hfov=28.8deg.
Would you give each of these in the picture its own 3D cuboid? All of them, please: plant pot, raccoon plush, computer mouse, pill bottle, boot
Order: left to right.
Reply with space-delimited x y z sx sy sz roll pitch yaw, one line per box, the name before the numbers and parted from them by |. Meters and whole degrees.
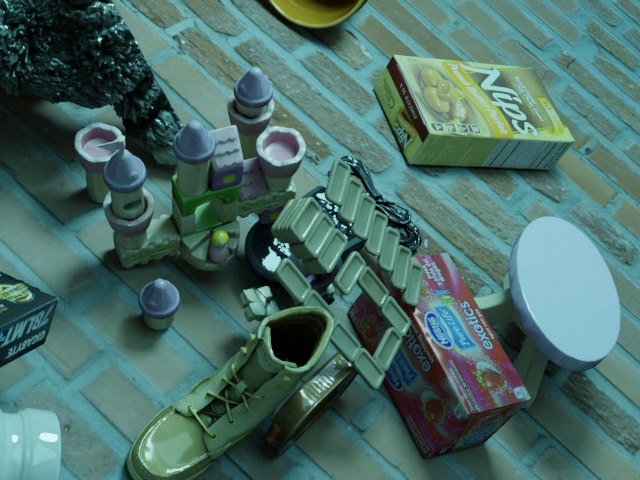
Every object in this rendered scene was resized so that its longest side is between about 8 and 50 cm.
pill bottle | -0.426 0.232 1.315 0.279 0.162 0.162 9 49 -24
raccoon plush | -0.381 -0.198 1.673 0.446 0.299 0.216 60 -5 -29
boot | -0.106 0.188 1.509 0.262 0.203 0.095 -30 77 -39
computer mouse | 0.000 0.000 1.822 0.272 0.072 0.188 -28 70 -34
plant pot | 0.018 -0.493 2.200 0.205 0.205 0.188 38 29 4

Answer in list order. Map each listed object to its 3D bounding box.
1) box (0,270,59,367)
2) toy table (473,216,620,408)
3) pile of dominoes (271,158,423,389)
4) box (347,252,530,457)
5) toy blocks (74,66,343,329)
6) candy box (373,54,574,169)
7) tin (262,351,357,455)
box | -0.487 0.067 1.364 0.293 0.073 0.295 25 19 11
toy table | 0.328 0.111 1.871 0.252 0.161 0.274 28 43 -7
pile of dominoes | 0.035 0.043 1.625 0.251 0.040 0.196 52 53 -30
box | 0.162 0.158 1.753 0.123 0.128 0.256 -8 58 -35
toy blocks | -0.143 -0.069 1.623 0.289 0.260 0.309 -17 62 -17
candy box | 0.268 -0.221 2.175 0.317 0.087 0.183 0 53 -31
tin | -0.008 0.206 1.627 0.040 0.106 0.190 43 43 8
